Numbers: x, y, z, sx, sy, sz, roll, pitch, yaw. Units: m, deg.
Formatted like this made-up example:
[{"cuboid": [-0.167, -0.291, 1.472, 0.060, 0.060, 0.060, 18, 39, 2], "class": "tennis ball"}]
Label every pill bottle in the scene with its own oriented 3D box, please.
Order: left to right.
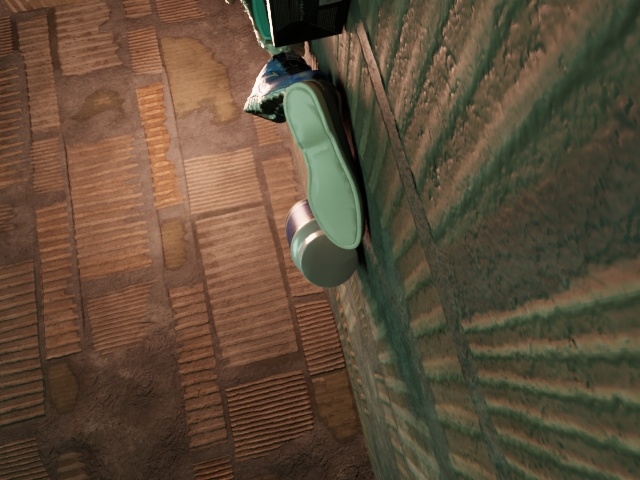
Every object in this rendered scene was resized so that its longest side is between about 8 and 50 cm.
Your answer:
[{"cuboid": [0.000, 0.000, 1.078, 0.265, 0.153, 0.153, -112, 10, -69], "class": "pill bottle"}]

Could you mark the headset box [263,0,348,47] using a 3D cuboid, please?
[{"cuboid": [-0.046, -0.442, 0.580, 0.218, 0.110, 0.293, 133, 124, -86], "class": "headset box"}]

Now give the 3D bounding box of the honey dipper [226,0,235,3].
[{"cuboid": [-0.075, -0.405, 0.737, 0.030, 0.160, 0.030, 168, 90, -87], "class": "honey dipper"}]

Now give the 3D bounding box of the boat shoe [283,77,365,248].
[{"cuboid": [0.030, -0.141, 0.850, 0.099, 0.116, 0.319, -38, -65, -46], "class": "boat shoe"}]

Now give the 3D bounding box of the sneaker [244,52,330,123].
[{"cuboid": [-0.076, -0.347, 1.000, 0.330, 0.130, 0.147, 24, 101, 59], "class": "sneaker"}]

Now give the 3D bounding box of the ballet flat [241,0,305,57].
[{"cuboid": [-0.126, -0.601, 1.125, 0.147, 0.147, 0.409, 88, 168, -71], "class": "ballet flat"}]
